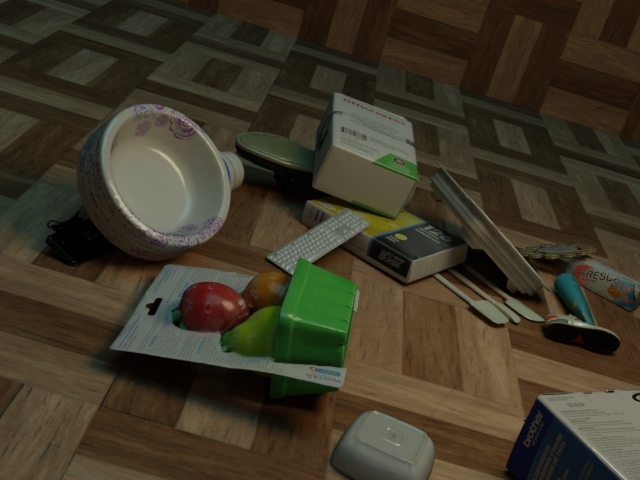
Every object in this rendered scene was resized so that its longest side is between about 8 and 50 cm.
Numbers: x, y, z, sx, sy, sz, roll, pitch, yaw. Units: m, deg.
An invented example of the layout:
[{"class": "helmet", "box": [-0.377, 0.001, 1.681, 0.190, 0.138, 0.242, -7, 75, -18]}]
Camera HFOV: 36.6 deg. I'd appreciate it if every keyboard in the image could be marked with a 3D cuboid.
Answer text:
[{"class": "keyboard", "box": [-0.434, -0.006, 1.779, 0.100, 0.038, 0.192, 46, 27, 5]}, {"class": "keyboard", "box": [0.000, 0.000, 1.995, 0.072, 0.014, 0.256, 29, 42, 29]}]

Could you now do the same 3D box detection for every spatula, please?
[{"class": "spatula", "box": [0.343, 0.111, 2.069, 0.168, 0.019, 0.242, -3, 31, -38]}]

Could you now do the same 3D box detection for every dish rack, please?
[{"class": "dish rack", "box": [0.363, -0.016, 2.177, 0.285, 0.072, 0.333, 44, 10, -29]}]

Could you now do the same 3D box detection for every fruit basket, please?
[{"class": "fruit basket", "box": [-0.122, 0.137, 1.568, 0.353, 0.165, 0.327, 3, 22, 5]}]

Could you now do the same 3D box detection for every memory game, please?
[{"class": "memory game", "box": [0.568, 0.026, 2.332, 0.186, 0.012, 0.186, -5, 8, 1]}]

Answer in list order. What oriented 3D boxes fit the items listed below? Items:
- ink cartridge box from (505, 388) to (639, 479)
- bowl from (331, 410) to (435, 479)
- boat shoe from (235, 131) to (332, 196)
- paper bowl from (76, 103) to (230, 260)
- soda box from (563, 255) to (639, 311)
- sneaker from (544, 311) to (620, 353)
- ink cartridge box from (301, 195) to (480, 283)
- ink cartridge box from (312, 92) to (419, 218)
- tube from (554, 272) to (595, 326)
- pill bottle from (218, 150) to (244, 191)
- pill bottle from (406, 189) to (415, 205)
[{"class": "ink cartridge box", "box": [0.472, 0.357, 1.443, 0.270, 0.151, 0.395, 3, 29, -32]}, {"class": "bowl", "box": [0.098, 0.306, 1.418, 0.142, 0.053, 0.142, 23, 25, 13]}, {"class": "boat shoe", "box": [-0.052, -0.160, 2.275, 0.340, 0.113, 0.127, 11, 34, -25]}, {"class": "paper bowl", "box": [-0.320, -0.100, 1.804, 0.284, 0.148, 0.284, 19, 60, -37]}, {"class": "soda box", "box": [0.671, 0.095, 2.284, 0.183, 0.058, 0.063, 30, 26, 28]}, {"class": "sneaker", "box": [0.538, 0.182, 1.997, 0.161, 0.057, 0.075, 13, 29, -3]}, {"class": "ink cartridge box", "box": [0.168, -0.023, 2.177, 0.303, 0.072, 0.307, 29, 28, 31]}, {"class": "ink cartridge box", "box": [0.102, -0.199, 2.217, 0.211, 0.121, 0.289, 21, 30, -10]}, {"class": "tube", "box": [0.561, 0.139, 2.112, 0.080, 0.052, 0.207, 49, 14, -20]}, {"class": "pill bottle", "box": [-0.259, -0.128, 2.043, 0.124, 0.124, 0.221, 28, 25, 23]}, {"class": "pill bottle", "box": [0.173, -0.137, 2.437, 0.120, 0.067, 0.067, 27, 25, 21]}]
